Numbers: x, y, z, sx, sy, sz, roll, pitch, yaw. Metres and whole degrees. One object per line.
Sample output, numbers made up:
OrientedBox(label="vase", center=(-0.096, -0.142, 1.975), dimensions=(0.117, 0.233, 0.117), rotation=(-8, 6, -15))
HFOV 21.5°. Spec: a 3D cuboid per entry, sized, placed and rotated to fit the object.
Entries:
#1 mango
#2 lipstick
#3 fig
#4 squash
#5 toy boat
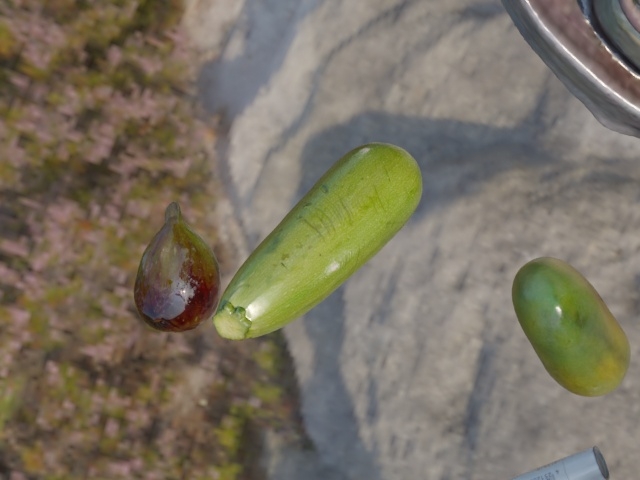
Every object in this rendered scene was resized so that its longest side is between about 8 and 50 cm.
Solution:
OrientedBox(label="mango", center=(0.251, 0.080, 1.720), dimensions=(0.091, 0.237, 0.137), rotation=(-33, 54, 3))
OrientedBox(label="lipstick", center=(0.233, 0.259, 1.778), dimensions=(0.141, 0.040, 0.040), rotation=(-25, 55, 17))
OrientedBox(label="fig", center=(-0.173, 0.032, 2.007), dimensions=(0.109, 0.103, 0.155), rotation=(-10, 88, 19))
OrientedBox(label="squash", center=(0.000, 0.000, 1.149), dimensions=(0.066, 0.066, 0.201), rotation=(4, 38, 48))
OrientedBox(label="toy boat", center=(0.260, -0.130, 1.064), dimensions=(0.111, 0.276, 0.293), rotation=(-60, 23, -12))
